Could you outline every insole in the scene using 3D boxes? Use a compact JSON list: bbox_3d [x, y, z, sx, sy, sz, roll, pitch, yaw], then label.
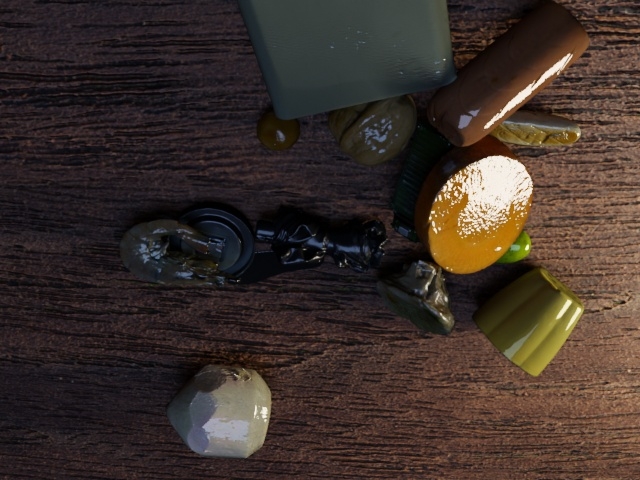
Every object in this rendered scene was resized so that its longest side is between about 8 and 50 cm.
[{"bbox_3d":[-0.105,0.051,1.954,0.232,0.003,0.080,-12,124,9],"label":"insole"}]

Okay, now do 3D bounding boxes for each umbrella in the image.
[{"bbox_3d":[0.001,0.001,1.855,0.272,0.110,0.122,9,85,-9],"label":"umbrella"}]

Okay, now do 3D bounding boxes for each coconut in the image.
[{"bbox_3d":[-0.232,0.388,2.065,0.234,0.224,0.224,15,124,-12],"label":"coconut"}]

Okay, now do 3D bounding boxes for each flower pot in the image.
[{"bbox_3d":[0.449,0.159,1.925,0.195,0.195,0.179,36,105,-21],"label":"flower pot"}]

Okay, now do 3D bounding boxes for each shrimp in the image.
[{"bbox_3d":[-0.285,0.022,1.857,0.254,0.059,0.145,4,113,7],"label":"shrimp"}]

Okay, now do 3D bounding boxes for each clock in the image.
[{"bbox_3d":[-0.226,0.003,1.898,0.184,0.040,0.184,1,122,2],"label":"clock"}]

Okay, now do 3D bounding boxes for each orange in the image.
[{"bbox_3d":[-0.081,-0.210,1.730,0.085,0.085,0.085,0,125,0],"label":"orange"}]

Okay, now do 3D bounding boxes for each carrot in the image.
[{"bbox_3d":[0.285,-0.071,1.726,0.258,0.100,0.307,-48,141,-1],"label":"carrot"}]

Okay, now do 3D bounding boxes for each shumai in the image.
[{"bbox_3d":[0.214,0.107,1.929,0.201,0.201,0.120,41,75,-24],"label":"shumai"}]

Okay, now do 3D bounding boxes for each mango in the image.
[{"bbox_3d":[0.385,0.014,1.894,0.108,0.056,0.073,-8,121,21],"label":"mango"}]

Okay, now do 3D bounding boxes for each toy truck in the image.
[{"bbox_3d":[0.212,-0.112,1.756,0.088,0.121,0.259,33,128,23],"label":"toy truck"}]

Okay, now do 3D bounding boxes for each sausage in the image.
[{"bbox_3d":[0.325,-0.289,1.599,0.304,0.121,0.121,-40,117,3],"label":"sausage"}]

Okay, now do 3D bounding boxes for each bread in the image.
[{"bbox_3d":[0.385,-0.218,1.733,0.214,0.053,0.073,6,139,2],"label":"bread"}]

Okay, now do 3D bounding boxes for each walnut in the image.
[{"bbox_3d":[0.098,-0.221,1.679,0.167,0.149,0.166,0,92,11],"label":"walnut"}]

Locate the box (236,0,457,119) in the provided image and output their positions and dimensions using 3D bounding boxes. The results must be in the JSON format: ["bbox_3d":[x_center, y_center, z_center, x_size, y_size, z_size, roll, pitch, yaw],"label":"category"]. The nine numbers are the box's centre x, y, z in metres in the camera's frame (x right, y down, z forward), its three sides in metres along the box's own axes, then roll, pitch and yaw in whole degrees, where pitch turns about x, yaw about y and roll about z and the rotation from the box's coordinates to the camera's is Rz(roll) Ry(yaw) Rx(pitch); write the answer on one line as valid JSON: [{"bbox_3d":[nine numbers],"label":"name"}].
[{"bbox_3d":[0.040,-0.413,1.534,0.352,0.177,0.344,-11,127,8],"label":"box"}]
